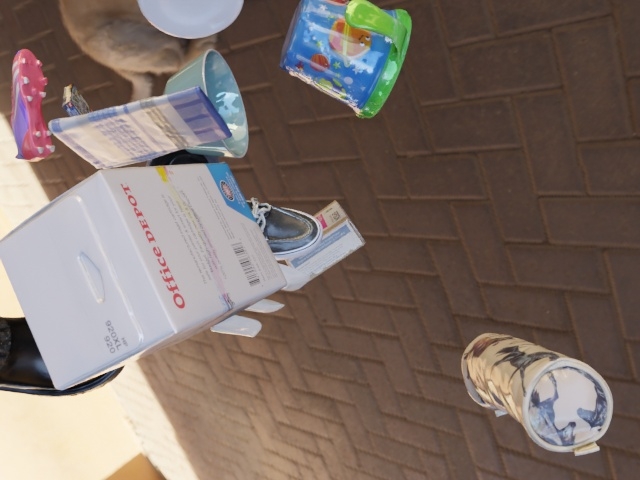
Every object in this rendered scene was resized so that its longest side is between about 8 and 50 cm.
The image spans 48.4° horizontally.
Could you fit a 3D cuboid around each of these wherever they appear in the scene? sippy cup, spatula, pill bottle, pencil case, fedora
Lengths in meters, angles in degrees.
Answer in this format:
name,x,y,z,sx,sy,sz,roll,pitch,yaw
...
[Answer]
name,x,y,z,sx,sy,sz,roll,pitch,yaw
sippy cup,0.041,-0.402,1.495,0.223,0.240,0.306,18,133,-12
spatula,-0.148,0.077,1.039,0.168,0.242,0.019,-43,48,32
pill bottle,-0.156,-0.349,0.825,0.119,0.119,0.209,122,144,-52
pencil case,0.409,0.291,1.394,0.184,0.159,0.410,62,175,-2
fedora,-0.402,-0.196,2.202,0.275,0.124,0.244,10,95,20

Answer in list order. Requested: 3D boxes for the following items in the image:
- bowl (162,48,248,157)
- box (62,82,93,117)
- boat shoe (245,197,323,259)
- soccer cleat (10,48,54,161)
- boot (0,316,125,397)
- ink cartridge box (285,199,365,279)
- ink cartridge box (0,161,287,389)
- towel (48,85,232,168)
name,x,y,z,sx,sy,sz,roll,pitch,yaw
bowl,-0.336,-0.367,2.014,0.163,0.312,0.312,-12,113,12
box,-0.585,-0.316,1.725,0.094,0.027,0.137,61,-179,-35
boat shoe,-0.146,-0.036,1.443,0.306,0.113,0.105,10,161,1
soccer cleat,-0.667,-0.302,1.604,0.095,0.083,0.248,-5,98,21
boot,-0.477,0.156,1.058,0.260,0.347,0.131,108,158,-69
ink cartridge box,0.000,0.000,1.873,0.088,0.193,0.235,54,-177,-15
ink cartridge box,-0.186,0.029,0.778,0.168,0.232,0.171,-29,85,24
towel,-0.323,-0.205,1.307,0.209,0.284,0.034,55,-157,-73
